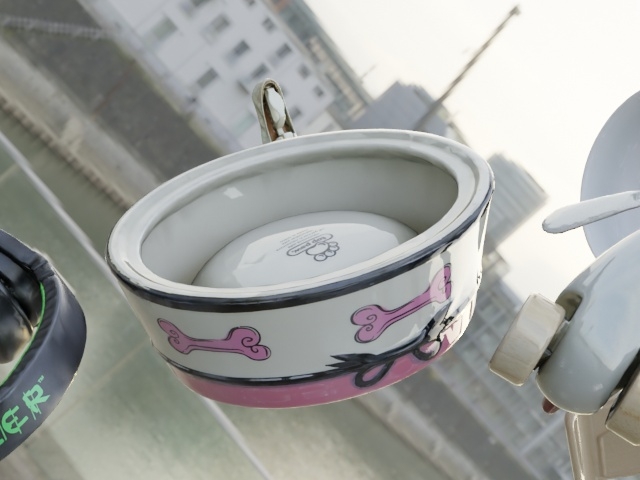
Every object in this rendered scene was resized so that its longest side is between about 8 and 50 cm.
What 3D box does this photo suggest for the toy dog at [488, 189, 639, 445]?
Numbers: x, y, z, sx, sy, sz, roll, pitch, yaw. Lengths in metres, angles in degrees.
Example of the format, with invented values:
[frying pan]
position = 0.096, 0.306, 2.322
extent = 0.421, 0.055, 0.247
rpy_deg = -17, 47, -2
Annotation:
[toy dog]
position = 0.287, 0.052, 1.138
extent = 0.220, 0.333, 0.161
rpy_deg = 50, -20, 14

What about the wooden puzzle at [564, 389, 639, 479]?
[wooden puzzle]
position = 0.397, 0.207, 1.375
extent = 0.221, 0.238, 0.044
rpy_deg = 67, 11, -54

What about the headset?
[headset]
position = -0.365, 0.064, 1.072
extent = 0.394, 0.243, 0.185
rpy_deg = 35, -21, 53

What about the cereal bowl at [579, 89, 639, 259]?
[cereal bowl]
position = 0.575, -0.076, 1.880
extent = 0.141, 0.339, 0.339
rpy_deg = 11, 26, -38

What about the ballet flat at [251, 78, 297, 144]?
[ballet flat]
position = -0.064, -0.168, 1.844
extent = 0.168, 0.057, 0.052
rpy_deg = 69, -24, 6

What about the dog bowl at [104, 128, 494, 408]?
[dog bowl]
position = -0.012, 0.025, 1.281
extent = 0.408, 0.408, 0.150
rpy_deg = -129, -155, -63
